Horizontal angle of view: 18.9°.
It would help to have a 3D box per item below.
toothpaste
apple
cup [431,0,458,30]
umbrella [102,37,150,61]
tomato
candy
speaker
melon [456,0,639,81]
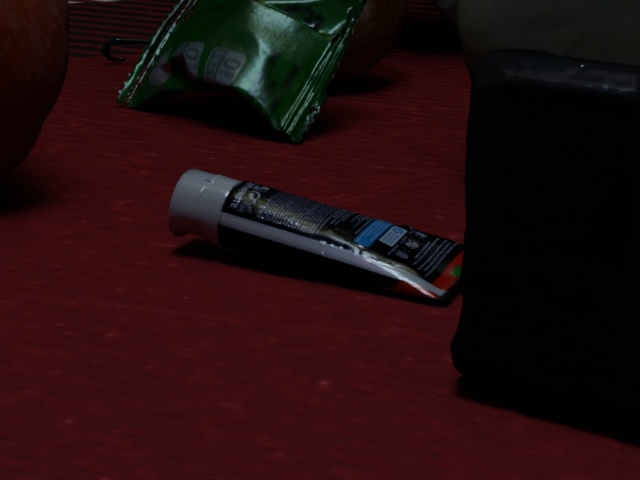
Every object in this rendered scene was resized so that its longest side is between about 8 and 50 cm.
[{"bbox_3d":[0.000,0.000,1.167,0.193,0.045,0.071,14,29,20],"label":"toothpaste"},{"bbox_3d":[-0.001,-0.204,1.655,0.146,0.146,0.131,12,38,33],"label":"apple"},{"bbox_3d":[0.233,-0.379,1.816,0.401,0.392,0.310,51,9,15],"label":"cup"},{"bbox_3d":[-0.064,-0.181,1.753,0.269,0.044,0.044,-3,48,-11],"label":"umbrella"},{"bbox_3d":[-0.273,-0.133,1.288,0.184,0.208,0.208,0,15,-30],"label":"tomato"},{"bbox_3d":[-0.063,-0.160,1.542,0.203,0.078,0.141,12,48,39],"label":"candy"},{"bbox_3d":[0.232,0.002,0.948,0.388,0.180,0.184,13,16,35],"label":"speaker"},{"bbox_3d":[0.248,-0.155,1.313,0.308,0.271,0.272,23,24,20],"label":"melon"}]
